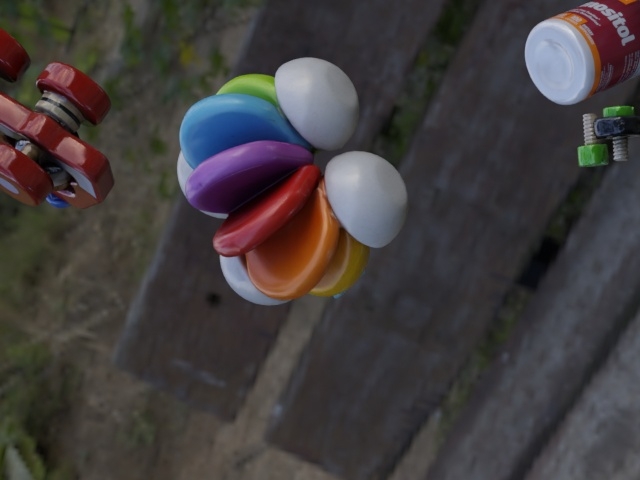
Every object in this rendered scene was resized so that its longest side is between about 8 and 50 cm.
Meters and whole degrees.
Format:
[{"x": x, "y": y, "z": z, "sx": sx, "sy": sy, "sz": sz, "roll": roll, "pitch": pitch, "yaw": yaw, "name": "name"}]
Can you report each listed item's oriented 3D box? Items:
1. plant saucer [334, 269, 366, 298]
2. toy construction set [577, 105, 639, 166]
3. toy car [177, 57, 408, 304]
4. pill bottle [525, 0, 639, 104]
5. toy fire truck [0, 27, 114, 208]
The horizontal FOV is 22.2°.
[{"x": 0.000, "y": 0.000, "z": 2.430, "sx": 0.067, "sy": 0.192, "sz": 0.018, "roll": -43, "pitch": 27, "yaw": -13, "name": "plant saucer"}, {"x": 0.462, "y": -0.037, "z": 1.779, "sx": 0.257, "sy": 0.309, "sz": 0.237, "roll": 159, "pitch": 108, "yaw": -86, "name": "toy construction set"}, {"x": -0.040, "y": -0.039, "z": 1.205, "sx": 0.159, "sy": 0.136, "sz": 0.182, "roll": -32, "pitch": 79, "yaw": 32, "name": "toy car"}, {"x": 0.279, "y": -0.194, "z": 1.591, "sx": 0.086, "sy": 0.152, "sz": 0.086, "roll": 33, "pitch": 136, "yaw": 39, "name": "pill bottle"}, {"x": -0.401, "y": -0.138, "z": 2.157, "sx": 0.169, "sy": 0.302, "sz": 0.254, "roll": -58, "pitch": -9, "yaw": -16, "name": "toy fire truck"}]
